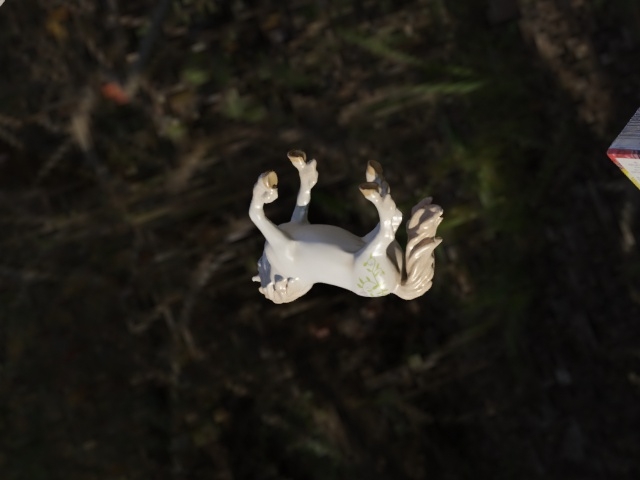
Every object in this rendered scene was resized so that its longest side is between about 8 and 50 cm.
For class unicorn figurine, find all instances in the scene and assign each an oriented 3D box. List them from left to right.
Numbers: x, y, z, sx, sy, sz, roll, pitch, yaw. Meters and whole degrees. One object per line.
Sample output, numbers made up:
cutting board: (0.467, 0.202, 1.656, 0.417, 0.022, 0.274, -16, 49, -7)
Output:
unicorn figurine: (0.000, 0.000, 1.080, 0.162, 0.060, 0.111, 23, 132, 37)

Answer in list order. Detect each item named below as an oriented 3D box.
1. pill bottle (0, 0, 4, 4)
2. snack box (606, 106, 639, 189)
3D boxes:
pill bottle: (-0.438, -0.127, 1.423, 0.204, 0.361, 0.204, 43, 176, 4)
snack box: (0.189, -0.054, 0.686, 0.100, 0.141, 0.037, 43, 167, -22)
